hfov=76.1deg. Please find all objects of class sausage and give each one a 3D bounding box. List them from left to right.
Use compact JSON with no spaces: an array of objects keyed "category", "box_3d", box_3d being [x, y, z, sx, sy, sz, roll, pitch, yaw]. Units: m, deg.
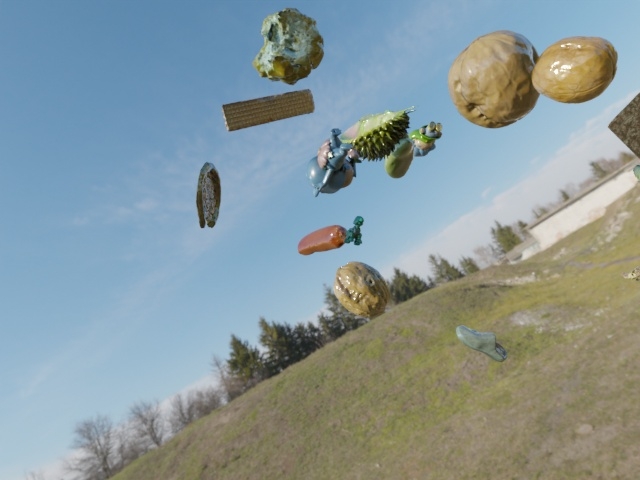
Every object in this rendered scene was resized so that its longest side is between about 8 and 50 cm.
[{"category":"sausage","box_3d":[0.000,-0.001,1.794,0.348,0.094,0.097,-14,39,54]}]

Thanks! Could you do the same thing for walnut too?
[{"category":"walnut","box_3d":[0.160,0.189,1.597,0.198,0.245,0.198,-48,-9,-10]},{"category":"walnut","box_3d":[0.725,-0.661,1.687,0.384,0.383,0.383,-30,-16,-10]},{"category":"walnut","box_3d":[0.757,-0.512,1.229,0.195,0.222,0.195,-27,-45,-30]}]

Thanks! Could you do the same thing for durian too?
[{"category":"durian","box_3d":[0.152,-0.347,1.324,0.158,0.168,0.352,12,5,-21]}]

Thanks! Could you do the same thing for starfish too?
[{"category":"starfish","box_3d":[1.012,0.080,1.236,0.138,0.050,0.247,-32,-14,13]}]

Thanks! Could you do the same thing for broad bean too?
[{"category":"broad bean","box_3d":[0.335,-0.364,1.737,0.169,0.100,0.227,-35,-32,-30]}]

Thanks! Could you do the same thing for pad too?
[{"category":"pad","box_3d":[0.656,-0.198,0.742,0.158,0.235,0.003,-51,12,15]}]

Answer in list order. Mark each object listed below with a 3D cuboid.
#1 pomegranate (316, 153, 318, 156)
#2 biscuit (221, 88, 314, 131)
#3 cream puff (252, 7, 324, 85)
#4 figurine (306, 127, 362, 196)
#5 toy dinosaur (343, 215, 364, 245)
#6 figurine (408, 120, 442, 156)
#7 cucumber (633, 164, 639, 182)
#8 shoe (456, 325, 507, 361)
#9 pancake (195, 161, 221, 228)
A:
[{"category":"pomegranate","box_3d":[0.038,-0.383,2.041,0.115,0.142,0.114,-33,-22,-16]},{"category":"biscuit","box_3d":[-0.176,-0.460,1.437,0.379,0.094,0.054,-25,22,-33]},{"category":"cream puff","box_3d":[-0.070,-0.401,0.866,0.121,0.156,0.156,0,-33,-35]},{"category":"figurine","box_3d":[0.044,-0.184,0.988,0.145,0.114,0.178,-8,-27,-20]},{"category":"toy dinosaur","box_3d":[0.120,-0.035,1.429,0.059,0.096,0.132,13,-10,-13]},{"category":"figurine","box_3d":[0.567,-0.554,2.231,0.162,0.143,0.263,2,-18,-14]},{"category":"cucumber","box_3d":[0.801,-0.138,0.870,0.078,0.212,0.062,-63,-21,-44]},{"category":"shoe","box_3d":[0.540,0.324,1.337,0.078,0.195,0.079,-53,8,30]},{"category":"pancake","box_3d":[-0.350,-0.138,1.283,0.029,0.211,0.235,5,8,0]}]
